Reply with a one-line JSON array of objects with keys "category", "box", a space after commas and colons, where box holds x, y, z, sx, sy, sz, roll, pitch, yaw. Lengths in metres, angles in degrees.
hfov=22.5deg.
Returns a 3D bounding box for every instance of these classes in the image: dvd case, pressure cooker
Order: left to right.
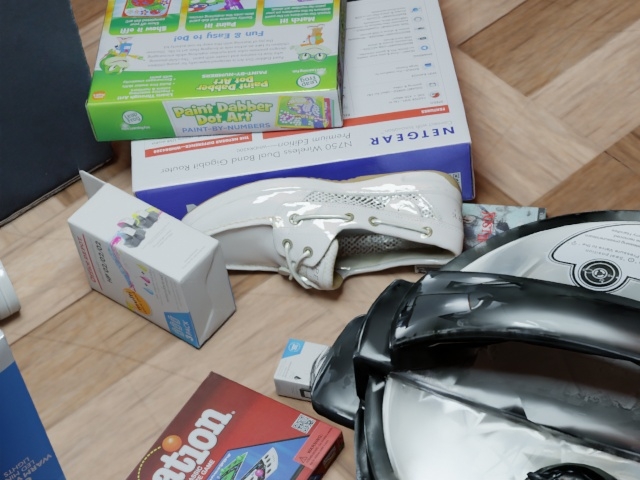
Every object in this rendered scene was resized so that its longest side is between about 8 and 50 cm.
[{"category": "dvd case", "box": [0.156, 0.000, 1.567, 0.119, 0.013, 0.087, 5, 50, 12]}, {"category": "pressure cooker", "box": [0.213, 0.188, 1.127, 0.370, 0.420, 0.375, -18, 49, -6]}]

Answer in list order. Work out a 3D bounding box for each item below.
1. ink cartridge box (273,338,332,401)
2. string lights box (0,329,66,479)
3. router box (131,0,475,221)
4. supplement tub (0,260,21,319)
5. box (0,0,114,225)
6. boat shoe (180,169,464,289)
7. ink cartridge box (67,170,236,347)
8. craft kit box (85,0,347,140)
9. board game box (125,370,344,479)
[{"category": "ink cartridge box", "box": [0.005, 0.123, 1.472, 0.083, 0.028, 0.048, 10, 52, 16]}, {"category": "string lights box", "box": [-0.296, 0.140, 1.347, 0.077, 0.259, 0.133, -36, 55, -21]}, {"category": "router box", "box": [-0.029, -0.150, 1.668, 0.336, 0.082, 0.301, -8, 46, 1]}, {"category": "supplement tub", "box": [-0.351, 0.059, 1.552, 0.107, 0.071, 0.071, -24, 50, -14]}, {"category": "box", "box": [-0.551, -0.185, 1.650, 0.472, 0.297, 0.480, -32, 53, -21]}, {"category": "boat shoe", "box": [0.000, 0.000, 1.532, 0.277, 0.098, 0.096, -8, 56, 6]}, {"category": "ink cartridge box", "box": [-0.174, 0.016, 1.540, 0.181, 0.104, 0.061, 27, 57, 28]}, {"category": "craft kit box", "box": [-0.098, -0.208, 1.641, 0.250, 0.061, 0.246, -3, 44, 7]}, {"category": "board game box", "box": [-0.114, 0.245, 1.385, 0.145, 0.027, 0.281, 21, 56, 26]}]
